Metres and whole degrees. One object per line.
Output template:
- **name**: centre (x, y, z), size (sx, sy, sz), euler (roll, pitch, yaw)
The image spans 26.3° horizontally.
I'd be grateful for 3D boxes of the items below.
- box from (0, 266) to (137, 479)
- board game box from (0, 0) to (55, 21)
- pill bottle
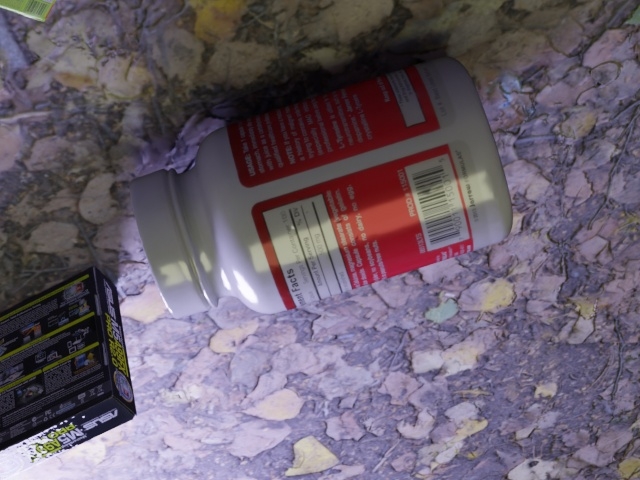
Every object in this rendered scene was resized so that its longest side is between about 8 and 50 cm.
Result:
- **box**: centre (-0.374, 0.181, 1.735), size (0.270, 0.216, 0.060), euler (-26, 137, 10)
- **board game box**: centre (-0.340, -0.288, 1.350), size (0.181, 0.043, 0.092), euler (14, 130, -32)
- **pill bottle**: centre (-0.001, -0.050, 1.593), size (0.408, 0.229, 0.229), euler (-17, 140, 1)
